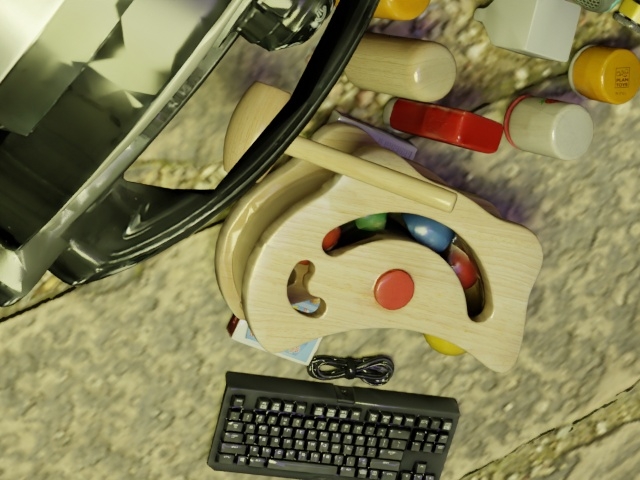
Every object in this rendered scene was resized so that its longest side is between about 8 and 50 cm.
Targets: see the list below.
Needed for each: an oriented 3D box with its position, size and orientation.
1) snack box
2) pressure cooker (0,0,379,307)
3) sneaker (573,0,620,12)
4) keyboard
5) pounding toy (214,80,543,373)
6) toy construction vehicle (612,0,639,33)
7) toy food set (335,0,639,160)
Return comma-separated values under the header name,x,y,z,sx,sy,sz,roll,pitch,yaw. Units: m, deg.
name,x,y,z,sx,sy,sz,roll,pitch,yaw
snack box,0.000,0.000,1.203,0.064,0.022,0.178,21,104,-22
pressure cooker,-0.166,-0.192,0.857,0.420,0.375,0.370,36,120,-13
sneaker,0.122,-0.199,1.105,0.166,0.065,0.076,42,62,0
keyboard,0.013,0.132,1.257,0.180,0.023,0.108,8,108,-17
pounding toy,0.032,0.020,1.119,0.269,0.155,0.154,27,97,-26
toy construction vehicle,0.268,-0.166,1.196,0.098,0.035,0.086,27,103,-21
toy food set,0.098,-0.119,1.159,0.232,0.104,0.111,11,95,-36
